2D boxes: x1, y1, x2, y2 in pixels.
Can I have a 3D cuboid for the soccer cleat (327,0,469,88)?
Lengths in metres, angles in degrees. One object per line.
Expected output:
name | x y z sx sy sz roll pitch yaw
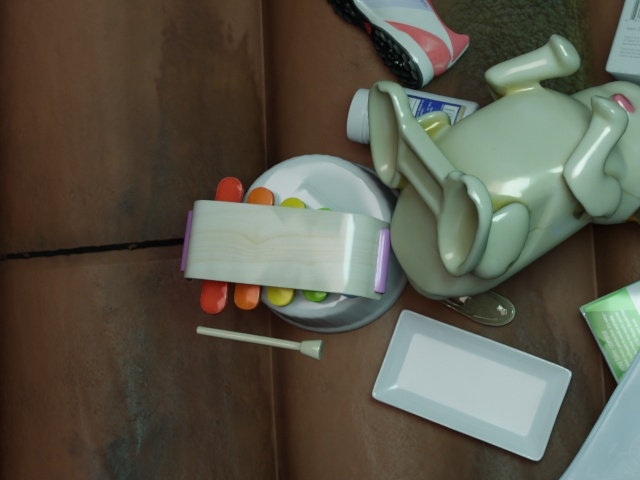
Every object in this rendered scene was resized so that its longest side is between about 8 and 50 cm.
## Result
soccer cleat | 0.100 -0.380 1.837 0.116 0.108 0.318 -33 71 -15

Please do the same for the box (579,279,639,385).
box | 0.566 0.133 1.656 0.322 0.058 0.232 -25 77 8

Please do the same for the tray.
tray | 0.225 0.215 1.744 0.270 0.030 0.145 20 86 16

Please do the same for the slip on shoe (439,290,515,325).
slip on shoe | 0.227 0.090 1.755 0.135 0.041 0.051 26 89 16

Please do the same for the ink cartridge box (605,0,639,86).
ink cartridge box | 0.566 -0.351 1.657 0.226 0.131 0.306 15 85 37

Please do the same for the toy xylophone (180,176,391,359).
toy xylophone | -0.066 0.041 1.675 0.323 0.081 0.236 14 85 16

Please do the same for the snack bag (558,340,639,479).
snack bag | 0.537 0.300 1.604 0.343 0.037 0.323 28 98 6

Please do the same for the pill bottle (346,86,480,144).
pill bottle | 0.141 -0.174 1.779 0.187 0.112 0.112 14 86 16

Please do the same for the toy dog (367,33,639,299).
toy dog | 0.312 -0.078 1.602 0.408 0.395 0.284 -19 41 -17

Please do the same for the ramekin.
ramekin | 0.000 0.000 1.778 0.277 0.135 0.277 -2 81 14
